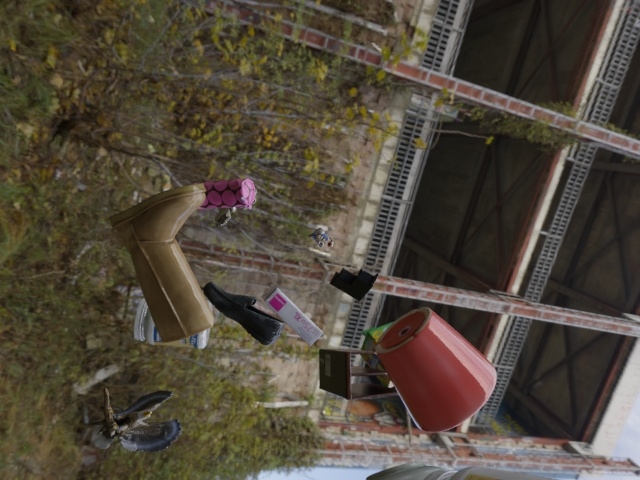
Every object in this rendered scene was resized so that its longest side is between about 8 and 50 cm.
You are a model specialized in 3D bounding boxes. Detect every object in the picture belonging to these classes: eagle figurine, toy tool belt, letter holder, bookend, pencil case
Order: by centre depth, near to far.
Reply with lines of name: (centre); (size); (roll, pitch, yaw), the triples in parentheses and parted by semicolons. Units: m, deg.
pencil case: (-0.323, -0.148, 1.381); (0.095, 0.210, 0.098); (-51, 137, -60)
toy tool belt: (0.000, 0.000, 1.407); (0.083, 0.051, 0.052); (48, -25, 21)
letter holder: (0.140, 0.472, 1.521); (0.302, 0.215, 0.151); (145, -54, -69)
eagle figurine: (-0.732, 0.723, 1.690); (0.225, 0.298, 0.226); (4, -106, 32)
bookend: (0.140, 0.163, 1.784); (0.072, 0.157, 0.156); (-58, 177, -36)

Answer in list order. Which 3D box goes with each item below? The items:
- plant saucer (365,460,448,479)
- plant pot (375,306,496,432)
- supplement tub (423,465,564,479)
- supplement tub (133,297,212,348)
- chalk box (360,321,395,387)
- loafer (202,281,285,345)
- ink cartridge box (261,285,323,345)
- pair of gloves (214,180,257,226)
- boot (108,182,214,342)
plant saucer: (0.270, 0.839, 1.442); (0.400, 0.401, 0.100); (119, -36, -46)
plant pot: (0.301, 0.339, 1.170); (0.275, 0.243, 0.275); (-38, -176, 3)
supplement tub: (0.333, 0.506, 0.672); (0.331, 0.241, 0.240); (-21, -123, 47)
supplement tub: (-0.431, 0.241, 1.247); (0.144, 0.200, 0.144); (-173, -90, -81)
chalk box: (0.316, 0.519, 2.012); (0.289, 0.180, 0.179); (49, -39, 37)
loafer: (-0.188, 0.167, 1.038); (0.078, 0.223, 0.076); (-54, 177, 0)
ink cartridge box: (-0.100, 0.224, 1.313); (0.065, 0.186, 0.311); (-45, -176, -8)
pair of gloves: (-0.402, -0.172, 1.972); (0.240, 0.042, 0.204); (-33, -150, 14)
boot: (-0.264, 0.046, 0.803); (0.236, 0.089, 0.269); (-18, -83, 30)
